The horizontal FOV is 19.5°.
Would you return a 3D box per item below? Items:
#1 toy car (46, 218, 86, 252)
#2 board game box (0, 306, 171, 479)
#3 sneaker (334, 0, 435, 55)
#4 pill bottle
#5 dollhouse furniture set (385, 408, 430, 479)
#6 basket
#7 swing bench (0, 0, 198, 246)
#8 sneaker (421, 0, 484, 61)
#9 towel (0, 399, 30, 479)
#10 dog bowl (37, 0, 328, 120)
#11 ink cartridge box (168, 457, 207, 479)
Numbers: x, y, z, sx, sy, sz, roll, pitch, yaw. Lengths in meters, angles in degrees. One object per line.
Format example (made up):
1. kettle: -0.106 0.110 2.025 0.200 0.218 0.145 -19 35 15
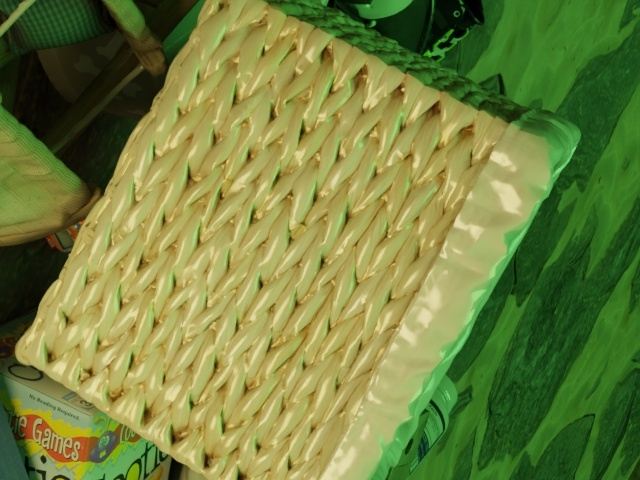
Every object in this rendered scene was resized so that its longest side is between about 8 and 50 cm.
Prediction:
1. toy car: -0.195 0.015 1.536 0.040 0.060 0.122 -29 139 -8
2. board game box: -0.222 0.213 1.532 0.144 0.142 0.275 -29 135 -56
3. sneaker: 0.027 -0.277 1.714 0.146 0.122 0.330 -27 135 -35
4. pill bottle: 0.101 0.232 2.310 0.169 0.094 0.094 -46 148 -42
5. dollhouse furniture set: 0.014 0.234 2.078 0.184 0.129 0.129 -1 111 -66
6. basket: 0.000 0.000 1.356 0.331 0.266 0.328 -60 174 10
7. swing bench: -0.212 -0.126 1.191 0.253 0.165 0.254 55 58 -75
8. sneaker: 0.120 -0.229 1.949 0.084 0.097 0.234 -20 127 -60
9. towel: -0.327 0.207 1.302 0.336 0.040 0.243 -32 107 -52
10. dog bowl: -0.087 -0.249 1.483 0.349 0.102 0.348 -48 150 -39
11. ink cartridge box: -0.076 0.253 1.615 0.283 0.117 0.207 -95 -160 -62
